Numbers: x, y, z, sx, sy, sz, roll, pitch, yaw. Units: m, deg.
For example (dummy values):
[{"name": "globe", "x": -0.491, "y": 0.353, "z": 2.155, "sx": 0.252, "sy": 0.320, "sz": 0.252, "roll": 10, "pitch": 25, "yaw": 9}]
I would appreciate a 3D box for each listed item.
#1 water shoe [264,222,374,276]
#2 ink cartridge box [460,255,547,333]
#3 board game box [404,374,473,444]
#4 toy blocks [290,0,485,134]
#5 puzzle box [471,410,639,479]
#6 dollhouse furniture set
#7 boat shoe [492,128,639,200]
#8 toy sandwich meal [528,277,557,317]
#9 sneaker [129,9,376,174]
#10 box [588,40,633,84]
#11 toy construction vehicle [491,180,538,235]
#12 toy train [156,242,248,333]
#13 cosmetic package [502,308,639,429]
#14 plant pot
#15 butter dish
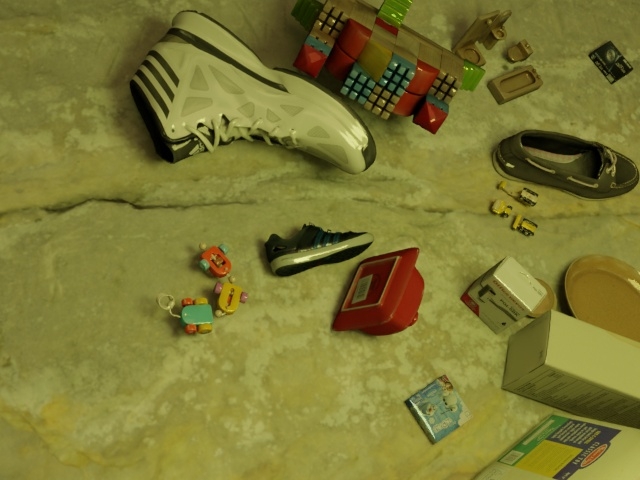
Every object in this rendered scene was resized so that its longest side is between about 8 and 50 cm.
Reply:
[{"name": "water shoe", "x": 0.000, "y": 0.000, "z": 1.806, "sx": 0.203, "sy": 0.073, "sz": 0.080, "roll": -14, "pitch": 71, "yaw": -26}, {"name": "ink cartridge box", "x": 0.329, "y": 0.100, "z": 1.848, "sx": 0.099, "sy": 0.135, "sz": 0.056, "roll": 44, "pitch": 61, "yaw": 3}, {"name": "board game box", "x": 0.207, "y": 0.294, "z": 1.783, "sx": 0.090, "sy": 0.020, "sz": 0.090, "roll": -29, "pitch": 81, "yaw": -28}, {"name": "toy blocks", "x": 0.112, "y": -0.320, "z": 1.861, "sx": 0.381, "sy": 0.191, "sz": 0.261, "roll": 29, "pitch": 29, "yaw": -7}, {"name": "puzzle box", "x": 0.355, "y": 0.423, "z": 1.642, "sx": 0.409, "sy": 0.272, "sz": 0.052, "roll": -32, "pitch": 108, "yaw": -28}, {"name": "dollhouse furniture set", "x": 0.386, "y": -0.381, "z": 2.091, "sx": 0.144, "sy": 0.123, "sz": 0.151, "roll": -24, "pitch": 77, "yaw": -28}, {"name": "boat shoe", "x": 0.512, "y": -0.154, "z": 2.053, "sx": 0.335, "sy": 0.095, "sz": 0.112, "roll": 6, "pitch": 65, "yaw": -18}, {"name": "toy sandwich meal", "x": 0.406, "y": 0.110, "z": 1.936, "sx": 0.085, "sy": 0.029, "sz": 0.085, "roll": 3, "pitch": 71, "yaw": -8}, {"name": "sneaker", "x": -0.139, "y": -0.191, "z": 1.813, "sx": 0.447, "sy": 0.169, "sz": 0.257, "roll": 32, "pitch": 68, "yaw": 5}, {"name": "box", "x": 0.639, "y": -0.392, "z": 2.252, "sx": 0.067, "sy": 0.018, "sz": 0.083, "roll": -31, "pitch": 81, "yaw": -28}, {"name": "toy construction vehicle", "x": 0.383, "y": -0.062, "z": 2.004, "sx": 0.098, "sy": 0.035, "sz": 0.086, "roll": 26, "pitch": 72, "yaw": -5}, {"name": "toy train", "x": -0.196, "y": 0.087, "z": 1.712, "sx": 0.125, "sy": 0.046, "sz": 0.166, "roll": 43, "pitch": 57, "yaw": 3}, {"name": "cosmetic package", "x": 0.504, "y": 0.245, "z": 1.837, "sx": 0.309, "sy": 0.160, "sz": 0.113, "roll": 22, "pitch": 60, "yaw": -12}, {"name": "plant pot", "x": 0.564, "y": 0.131, "z": 1.959, "sx": 0.236, "sy": 0.032, "sz": 0.236, "roll": 14, "pitch": 50, "yaw": -17}, {"name": "butter dish", "x": 0.123, "y": 0.108, "z": 1.778, "sx": 0.118, "sy": 0.160, "sz": 0.160, "roll": 40, "pitch": 58, "yaw": -27}]
